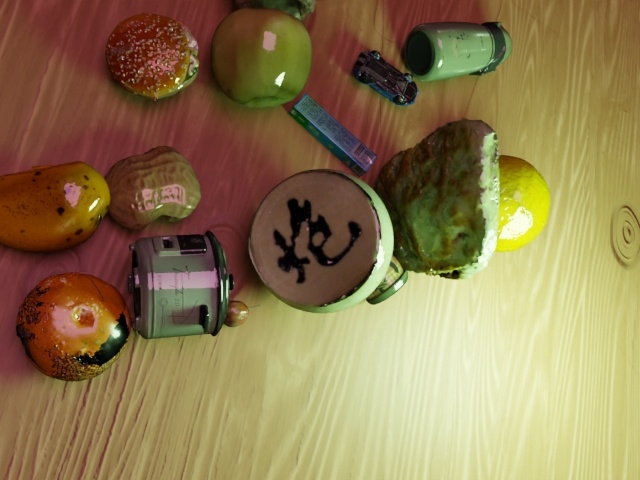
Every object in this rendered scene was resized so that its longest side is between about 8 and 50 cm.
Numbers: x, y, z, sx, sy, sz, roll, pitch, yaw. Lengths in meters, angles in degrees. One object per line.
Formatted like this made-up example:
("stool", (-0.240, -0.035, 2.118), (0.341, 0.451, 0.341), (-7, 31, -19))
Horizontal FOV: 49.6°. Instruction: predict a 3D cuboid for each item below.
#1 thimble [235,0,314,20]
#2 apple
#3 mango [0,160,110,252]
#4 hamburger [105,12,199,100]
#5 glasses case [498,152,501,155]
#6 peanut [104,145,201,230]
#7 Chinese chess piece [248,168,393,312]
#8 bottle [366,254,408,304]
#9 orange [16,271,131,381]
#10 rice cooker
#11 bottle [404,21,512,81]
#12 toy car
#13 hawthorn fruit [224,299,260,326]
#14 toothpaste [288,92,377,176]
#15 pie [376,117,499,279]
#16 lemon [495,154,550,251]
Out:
("thimble", (-0.130, -0.684, 1.873), (0.229, 0.196, 0.148), (6, 73, -52))
("apple", (-0.147, -0.468, 1.770), (0.262, 0.262, 0.262), (6, 73, -21))
("mango", (-0.606, -0.068, 1.509), (0.290, 0.160, 0.191), (-8, 98, -15))
("hamburger", (-0.414, -0.454, 1.709), (0.236, 0.147, 0.237), (6, 72, -18))
("glasses case", (0.525, -0.274, 2.122), (0.032, 0.021, 0.083), (-41, 93, -29))
("peanut", (-0.405, -0.122, 1.637), (0.233, 0.110, 0.197), (-19, 72, -26))
("Chinese chess piece", (0.000, 0.000, 1.664), (0.349, 0.146, 0.349), (-2, 83, 15))
("bottle", (0.096, 0.031, 1.789), (0.271, 0.143, 0.156), (53, 37, -4))
("orange", (-0.518, 0.179, 1.467), (0.234, 0.182, 0.234), (9, 64, -19))
("rice cooker", (-0.306, 0.099, 1.544), (0.227, 0.241, 0.280), (-2, 31, -20))
("bottle", (0.429, -0.578, 2.094), (0.347, 0.168, 0.169), (-14, 81, -30))
("toy car", (0.188, -0.464, 2.012), (0.216, 0.063, 0.103), (30, 66, -19))
("hawthorn fruit", (-0.194, 0.168, 1.672), (0.103, 0.066, 0.067), (-21, 84, -39))
("toothpaste", (0.037, -0.288, 1.904), (0.266, 0.050, 0.065), (41, 65, -8))
("pie", (0.312, -0.095, 1.761), (0.180, 0.418, 0.395), (-2, 78, -29))
("lemon", (0.500, -0.103, 1.925), (0.293, 0.293, 0.293), (6, 73, -21))
